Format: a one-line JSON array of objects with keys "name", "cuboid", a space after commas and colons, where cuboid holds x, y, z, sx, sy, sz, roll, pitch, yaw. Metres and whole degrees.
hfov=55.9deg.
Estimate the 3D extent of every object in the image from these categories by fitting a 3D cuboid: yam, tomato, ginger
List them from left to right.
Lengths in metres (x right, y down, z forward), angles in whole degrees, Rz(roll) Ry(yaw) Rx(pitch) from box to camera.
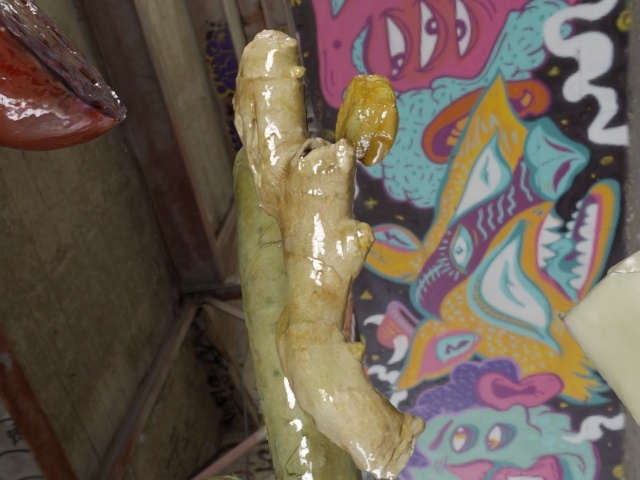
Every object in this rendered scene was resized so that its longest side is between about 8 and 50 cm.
[{"name": "tomato", "cuboid": [-0.238, -0.141, 0.406, 0.225, 0.085, 0.225, 46, -176, -5]}, {"name": "yam", "cuboid": [-0.021, 0.088, 0.502, 0.083, 0.083, 0.371, 62, -163, -66]}, {"name": "ginger", "cuboid": [0.000, 0.000, 0.368, 0.075, 0.089, 0.288, 9, -121, -54]}]

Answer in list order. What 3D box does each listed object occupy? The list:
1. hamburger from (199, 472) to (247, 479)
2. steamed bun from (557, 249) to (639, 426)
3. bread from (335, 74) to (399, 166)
[{"name": "hamburger", "cuboid": [-0.141, 0.377, 0.589, 0.167, 0.192, 0.288, -55, 34, 38]}, {"name": "steamed bun", "cuboid": [0.361, 0.126, 0.467, 0.320, 0.206, 0.275, 38, -157, -34]}, {"name": "bread", "cuboid": [0.042, -0.107, 0.535, 0.083, 0.046, 0.080, -122, 42, -75]}]
